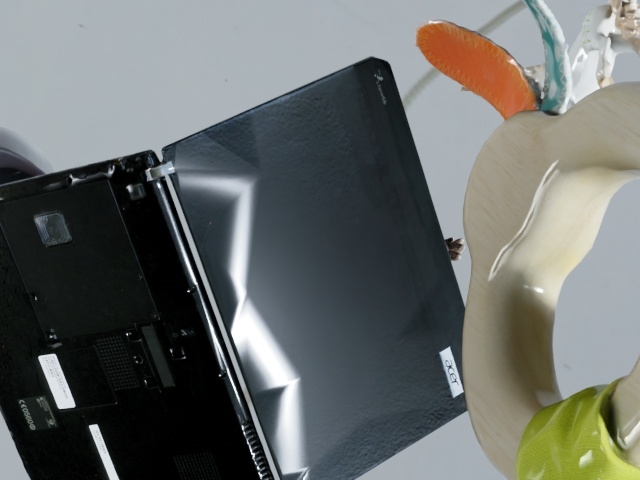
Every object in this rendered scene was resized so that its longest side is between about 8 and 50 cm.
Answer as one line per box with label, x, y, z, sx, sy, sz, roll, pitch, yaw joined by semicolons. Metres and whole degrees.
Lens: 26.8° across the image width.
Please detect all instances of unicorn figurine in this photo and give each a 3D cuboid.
unicorn figurine;0.187;-0.119;0.977;0.060;0.111;0.162;19;129;-32

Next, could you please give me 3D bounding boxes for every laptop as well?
laptop;-0.066;0.040;0.816;0.264;0.136;0.234;-11;107;25

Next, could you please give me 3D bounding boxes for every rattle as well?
rattle;0.115;0.000;0.431;0.143;0.199;0.130;2;125;-12

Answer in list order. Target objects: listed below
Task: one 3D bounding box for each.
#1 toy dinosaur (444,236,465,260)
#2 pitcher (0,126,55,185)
toy dinosaur;0.000;0.000;1.356;0.200;0.296;0.127;30;83;-31
pitcher;-0.244;-0.015;1.078;0.178;0.207;0.125;35;82;-24
